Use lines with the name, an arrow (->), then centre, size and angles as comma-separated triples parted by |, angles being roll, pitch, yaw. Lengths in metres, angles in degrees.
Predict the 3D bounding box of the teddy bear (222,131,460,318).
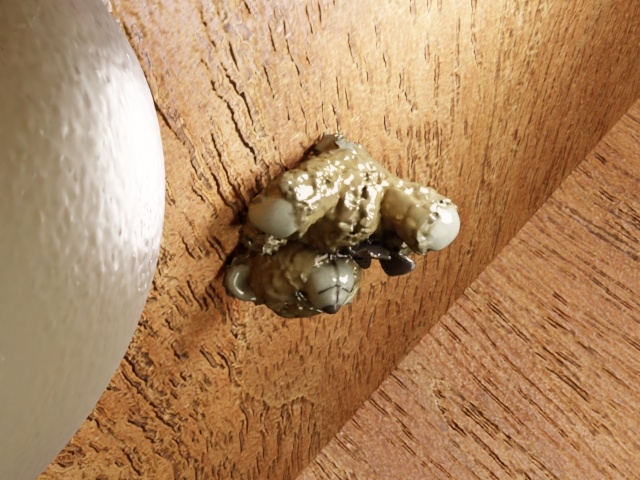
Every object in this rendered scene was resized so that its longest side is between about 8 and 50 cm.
teddy bear -> 0.000, 0.000, 1.936 | 0.267, 0.156, 0.256 | 8, 130, -26

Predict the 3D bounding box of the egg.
egg -> -0.237, -0.028, 0.809 | 0.354, 0.354, 0.340 | -58, 172, 25
